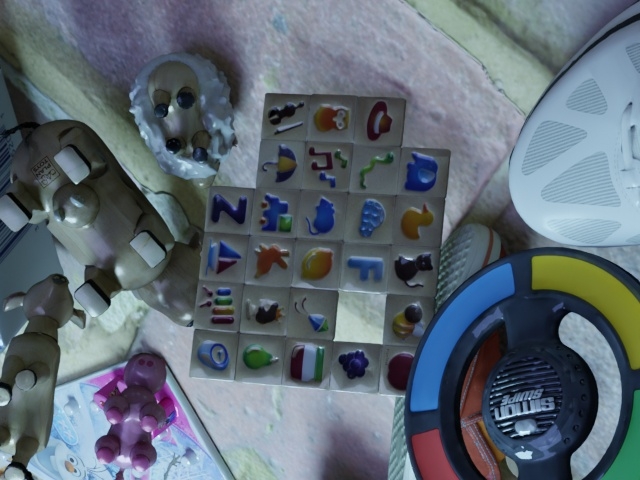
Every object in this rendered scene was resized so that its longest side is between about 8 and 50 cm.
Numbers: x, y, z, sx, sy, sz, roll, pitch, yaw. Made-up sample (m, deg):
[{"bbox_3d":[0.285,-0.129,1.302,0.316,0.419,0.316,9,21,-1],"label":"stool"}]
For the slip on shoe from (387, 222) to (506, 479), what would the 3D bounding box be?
[{"bbox_3d":[0.119,0.135,1.417,0.101,0.123,0.331,3,116,-6],"label":"slip on shoe"}]

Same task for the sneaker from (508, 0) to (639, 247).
[{"bbox_3d":[0.246,-0.069,1.068,0.447,0.257,0.169,-25,99,45],"label":"sneaker"}]

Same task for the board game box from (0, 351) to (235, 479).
[{"bbox_3d":[-0.208,0.335,1.830,0.390,0.050,0.390,-22,101,44],"label":"board game box"}]

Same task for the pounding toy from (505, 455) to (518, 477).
[{"bbox_3d":[0.238,0.233,1.384,0.206,0.094,0.181,59,141,7],"label":"pounding toy"}]

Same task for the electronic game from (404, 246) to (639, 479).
[{"bbox_3d":[0.157,0.117,1.240,0.229,0.048,0.229,-12,69,35],"label":"electronic game"}]

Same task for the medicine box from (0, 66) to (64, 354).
[{"bbox_3d":[-0.426,-0.040,1.622,0.289,0.149,0.263,0,122,21],"label":"medicine box"}]

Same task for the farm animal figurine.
[{"bbox_3d":[-0.182,0.031,1.515,0.330,0.172,0.326,-22,102,6],"label":"farm animal figurine"}]

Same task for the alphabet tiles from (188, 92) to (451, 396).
[{"bbox_3d":[0.000,0.000,1.366,0.198,0.009,0.237,4,83,17],"label":"alphabet tiles"}]
